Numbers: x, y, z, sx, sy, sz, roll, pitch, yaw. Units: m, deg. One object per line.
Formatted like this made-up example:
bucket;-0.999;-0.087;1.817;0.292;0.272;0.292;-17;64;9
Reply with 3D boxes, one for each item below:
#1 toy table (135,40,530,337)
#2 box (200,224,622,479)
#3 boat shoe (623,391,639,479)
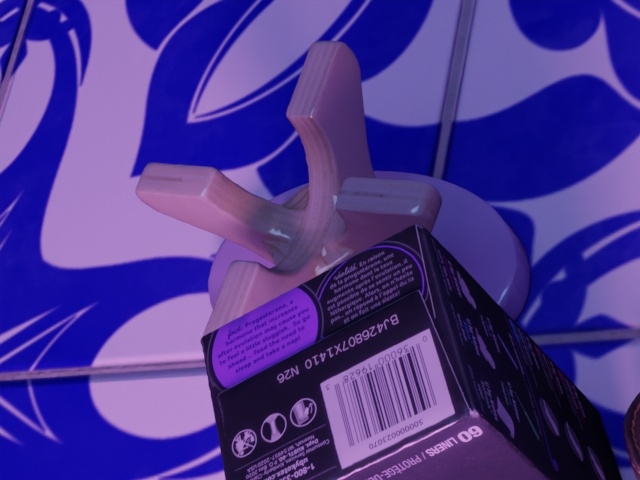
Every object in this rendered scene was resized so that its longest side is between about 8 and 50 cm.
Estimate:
toy table;0.000;0.000;1.372;0.274;0.161;0.252;-8;58;30
box;0.070;0.139;1.154;0.165;0.270;0.143;-28;49;17
boat shoe;0.334;0.042;1.132;0.355;0.130;0.132;-31;48;14
